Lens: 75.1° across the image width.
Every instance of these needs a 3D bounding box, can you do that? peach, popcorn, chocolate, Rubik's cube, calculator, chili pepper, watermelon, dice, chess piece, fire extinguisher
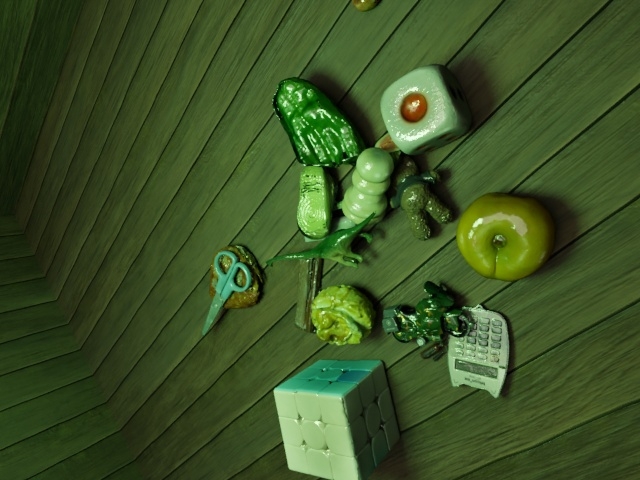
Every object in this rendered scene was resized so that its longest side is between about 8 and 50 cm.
[{"bbox_3d":[0.492,-0.007,1.118,0.251,0.153,0.251,20,125,32],"label":"peach"},{"bbox_3d":[0.077,0.252,1.425,0.221,0.184,0.204,6,114,21],"label":"popcorn"},{"bbox_3d":[-0.053,0.198,1.572,0.102,0.065,0.329,15,107,31],"label":"chocolate"},{"bbox_3d":[0.059,0.595,1.419,0.291,0.290,0.291,-11,91,36],"label":"Rubik's cube"},{"bbox_3d":[0.469,0.323,1.244,0.177,0.040,0.268,6,100,34],"label":"calculator"},{"bbox_3d":[-0.005,-0.373,1.387,0.385,0.167,0.213,52,126,15],"label":"chili pepper"},{"bbox_3d":[0.217,-0.274,1.274,0.087,0.163,0.069,-19,122,26],"label":"watermelon"},{"bbox_3d":[0.295,-0.360,1.165,0.193,0.192,0.194,-25,82,36],"label":"dice"},{"bbox_3d":[0.152,-0.173,1.255,0.144,0.144,0.251,44,153,21],"label":"chess piece"},{"bbox_3d":[0.367,0.356,1.325,0.100,0.032,0.046,-47,60,37],"label":"fire extinguisher"}]

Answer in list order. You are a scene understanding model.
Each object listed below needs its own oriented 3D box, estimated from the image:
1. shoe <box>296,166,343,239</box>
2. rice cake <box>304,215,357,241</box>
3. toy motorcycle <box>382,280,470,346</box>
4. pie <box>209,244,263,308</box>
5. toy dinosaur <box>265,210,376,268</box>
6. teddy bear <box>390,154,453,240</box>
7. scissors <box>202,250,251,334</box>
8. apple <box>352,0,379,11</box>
[{"bbox_3d":[0.002,-0.135,1.441,0.140,0.128,0.262,-1,94,46],"label":"shoe"},{"bbox_3d":[0.033,-0.041,1.489,0.221,0.042,0.080,-6,95,36],"label":"rice cake"},{"bbox_3d":[0.311,0.227,1.290,0.274,0.125,0.187,-20,90,37],"label":"toy motorcycle"},{"bbox_3d":[-0.362,0.155,1.766,0.308,0.085,0.308,6,101,33],"label":"pie"},{"bbox_3d":[0.000,0.000,1.381,0.301,0.087,0.447,22,137,-3],"label":"toy dinosaur"},{"bbox_3d":[0.288,-0.134,1.242,0.182,0.129,0.251,-34,76,22],"label":"teddy bear"},{"bbox_3d":[-0.426,0.247,1.757,0.192,0.029,0.447,39,119,17],"label":"scissors"},{"bbox_3d":[0.141,-0.750,1.285,0.084,0.071,0.084,5,98,42],"label":"apple"}]
